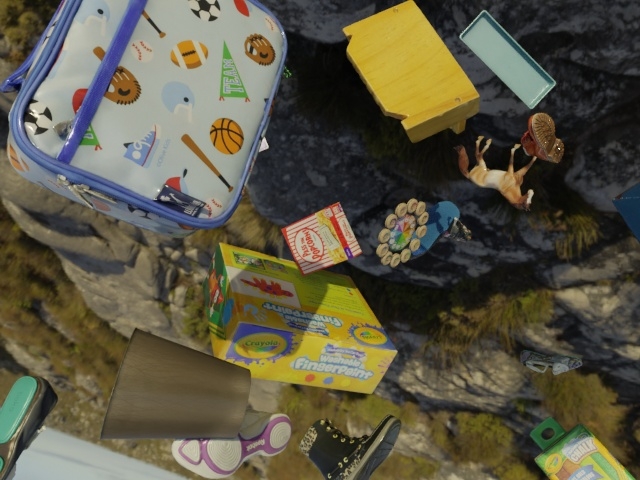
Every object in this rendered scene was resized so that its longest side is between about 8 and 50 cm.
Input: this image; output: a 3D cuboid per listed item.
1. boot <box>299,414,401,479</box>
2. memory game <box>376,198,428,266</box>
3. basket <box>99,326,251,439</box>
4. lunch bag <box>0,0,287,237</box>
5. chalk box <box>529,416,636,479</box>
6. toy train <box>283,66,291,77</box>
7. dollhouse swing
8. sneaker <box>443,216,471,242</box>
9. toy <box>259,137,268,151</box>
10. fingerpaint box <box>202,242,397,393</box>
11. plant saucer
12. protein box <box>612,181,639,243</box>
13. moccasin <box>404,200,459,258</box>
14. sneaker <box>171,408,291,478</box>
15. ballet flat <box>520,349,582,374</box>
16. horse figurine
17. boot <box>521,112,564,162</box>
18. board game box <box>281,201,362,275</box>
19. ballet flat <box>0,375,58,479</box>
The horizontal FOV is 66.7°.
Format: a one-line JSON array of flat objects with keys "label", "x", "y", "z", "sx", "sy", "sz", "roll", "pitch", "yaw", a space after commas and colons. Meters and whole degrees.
[{"label": "boot", "x": 0.064, "y": 0.470, "z": 1.151, "sx": 0.179, "sy": 0.236, "sz": 0.085, "roll": 36, "pitch": -178, "yaw": 41}, {"label": "memory game", "x": 0.207, "y": -0.017, "z": 1.206, "sx": 0.012, "sy": 0.186, "sz": 0.186, "roll": 32, "pitch": 165, "yaw": 41}, {"label": "basket", "x": -0.254, "y": 0.280, "z": 0.892, "sx": 0.227, "sy": 0.204, "sz": 0.154, "roll": 16, "pitch": 135, "yaw": -13}, {"label": "lunch bag", "x": -0.178, "y": -0.160, "z": 0.522, "sx": 0.243, "sy": 0.303, "sz": 0.115, "roll": 27, "pitch": 159, "yaw": -31}, {"label": "chalk box", "x": 0.556, "y": 0.487, "z": 1.053, "sx": 0.213, "sy": 0.132, "sz": 0.132, "roll": 50, "pitch": -178, "yaw": 33}, {"label": "toy train", "x": -0.112, "y": -0.502, "z": 1.400, "sx": 0.017, "sy": 0.023, "sz": 0.083, "roll": -35, "pitch": 133, "yaw": 13}, {"label": "dollhouse swing", "x": 0.253, "y": -0.437, "z": 1.420, "sx": 0.315, "sy": 0.346, "sz": 0.305, "roll": -26, "pitch": 165, "yaw": -9}, {"label": "sneaker", "x": 0.455, "y": -0.029, "z": 1.581, "sx": 0.077, "sy": 0.072, "sz": 0.178, "roll": 30, "pitch": -167, "yaw": 17}, {"label": "toy", "x": -0.327, "y": -0.365, "z": 1.796, "sx": 0.237, "sy": 0.136, "sz": 0.056, "roll": -21, "pitch": 171, "yaw": -1}, {"label": "fingerpaint box", "x": -0.073, "y": 0.211, "z": 1.331, "sx": 0.445, "sy": 0.371, "sz": 0.163, "roll": 16, "pitch": 112, "yaw": -27}, {"label": "plant saucer", "x": 0.345, "y": -0.332, "z": 0.901, "sx": 0.192, "sy": 0.067, "sz": 0.018, "roll": 43, "pitch": -175, "yaw": -4}, {"label": "protein box", "x": 0.409, "y": 0.035, "z": 0.427, "sx": 0.201, "sy": 0.199, "sz": 0.136, "roll": 36, "pitch": 124, "yaw": -18}, {"label": "moccasin", "x": 0.431, "y": -0.046, "z": 1.962, "sx": 0.137, "sy": 0.342, "sz": 0.117, "roll": 49, "pitch": 146, "yaw": 9}, {"label": "sneaker", "x": -0.208, "y": 0.441, "z": 1.079, "sx": 0.152, "sy": 0.114, "sz": 0.305, "roll": -4, "pitch": 167, "yaw": 39}, {"label": "ballet flat", "x": 0.460, "y": 0.249, "z": 0.975, "sx": 0.114, "sy": 0.041, "sz": 0.041, "roll": 1, "pitch": 147, "yaw": 36}, {"label": "horse figurine", "x": 0.516, "y": -0.207, "z": 1.436, "sx": 0.263, "sy": 0.174, "sz": 0.066, "roll": 22, "pitch": -158, "yaw": 32}, {"label": "boot", "x": 0.486, "y": -0.233, "z": 1.104, "sx": 0.085, "sy": 0.059, "sz": 0.158, "roll": 27, "pitch": 171, "yaw": 45}, {"label": "board game box", "x": 0.000, "y": 0.000, "z": 1.314, "sx": 0.194, "sy": 0.045, "sz": 0.146, "roll": -24, "pitch": 92, "yaw": 40}, {"label": "ballet flat", "x": -0.422, "y": 0.283, "z": 0.649, "sx": 0.074, "sy": 0.203, "sz": 0.074, "roll": 15, "pitch": 148, "yaw": 10}]
